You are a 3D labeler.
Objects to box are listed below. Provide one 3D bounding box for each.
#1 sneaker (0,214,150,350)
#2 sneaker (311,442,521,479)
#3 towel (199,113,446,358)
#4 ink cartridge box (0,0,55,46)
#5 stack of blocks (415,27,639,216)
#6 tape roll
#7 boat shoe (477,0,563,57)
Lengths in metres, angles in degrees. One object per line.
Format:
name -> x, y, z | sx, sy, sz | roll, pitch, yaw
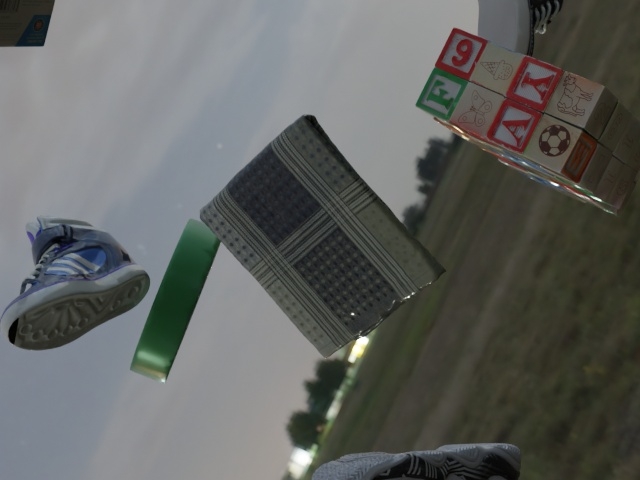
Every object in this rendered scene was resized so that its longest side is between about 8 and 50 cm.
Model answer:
sneaker -> -0.488, 0.060, 2.097 | 0.323, 0.236, 0.130 | -22, -40, -47
sneaker -> 0.152, 0.404, 1.682 | 0.137, 0.366, 0.210 | -15, 76, 52
towel -> 0.000, 0.000, 1.798 | 0.312, 0.324, 0.056 | -39, 2, 42
ink cartridge box -> -0.306, -0.287, 1.165 | 0.104, 0.062, 0.181 | -23, -46, -67
stack of blocks -> 0.246, -0.106, 1.209 | 0.297, 0.171, 0.087 | 19, -82, -58
tape roll -> -0.279, 0.117, 2.302 | 0.321, 0.077, 0.321 | -159, 90, -85
boat shoe -> 0.367, -0.405, 2.086 | 0.127, 0.158, 0.340 | -50, 32, 45
